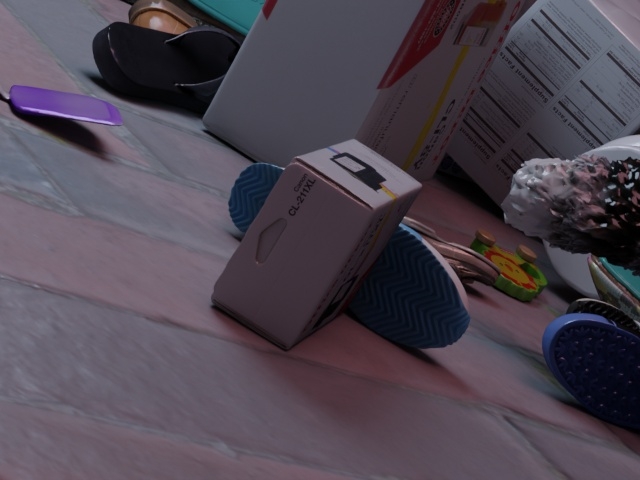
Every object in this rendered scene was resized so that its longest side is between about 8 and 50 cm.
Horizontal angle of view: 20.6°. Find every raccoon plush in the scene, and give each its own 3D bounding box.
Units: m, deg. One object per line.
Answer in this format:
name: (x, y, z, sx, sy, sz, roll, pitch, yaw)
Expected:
raccoon plush: (0.365, 0.083, 1.482, 0.447, 0.216, 0.299, 6, 20, 6)

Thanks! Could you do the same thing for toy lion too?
toy lion: (0.199, 0.033, 1.835, 0.100, 0.034, 0.096, 20, 23, -36)

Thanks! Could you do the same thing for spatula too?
spatula: (-0.307, -0.154, 1.474, 0.296, 0.030, 0.084, 24, 13, -19)

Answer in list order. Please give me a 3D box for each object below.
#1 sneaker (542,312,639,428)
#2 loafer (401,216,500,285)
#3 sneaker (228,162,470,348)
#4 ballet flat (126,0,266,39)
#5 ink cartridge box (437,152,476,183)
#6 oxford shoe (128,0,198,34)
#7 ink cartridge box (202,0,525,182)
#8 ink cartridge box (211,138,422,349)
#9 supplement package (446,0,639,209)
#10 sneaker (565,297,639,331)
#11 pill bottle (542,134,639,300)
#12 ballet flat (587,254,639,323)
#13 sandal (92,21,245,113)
sneaker: (0.279, 0.121, 1.578, 0.232, 0.081, 0.090, 30, 8, -26)
loafer: (0.116, 0.020, 1.707, 0.125, 0.039, 0.045, 28, -20, -18)
sneaker: (0.035, 0.008, 1.465, 0.229, 0.087, 0.092, 36, 13, 20)
ballet flat: (-0.204, -0.359, 2.246, 0.483, 0.164, 0.182, 31, -9, -18)
ink cartridge box: (0.196, -0.109, 2.311, 0.207, 0.046, 0.097, 16, 17, -43)
oxford shoe: (-0.120, -0.186, 1.935, 0.212, 0.076, 0.076, 23, 43, -28)
ink cartridge box: (0.067, -0.207, 1.895, 0.160, 0.279, 0.385, 31, 14, 14)
ink cartridge box: (0.000, 0.000, 1.328, 0.072, 0.127, 0.175, 34, 15, 8)
supplement package: (0.304, -0.180, 2.181, 0.198, 0.262, 0.199, 46, 26, 6)
sneaker: (0.310, 0.109, 1.751, 0.161, 0.057, 0.075, 27, -3, -5)
pill bottle: (0.391, -0.018, 2.035, 0.204, 0.204, 0.361, 35, 15, 22)
ballet flat: (0.358, 0.096, 1.815, 0.221, 0.079, 0.077, 31, 26, 3)
sandal: (-0.130, -0.180, 1.807, 0.254, 0.054, 0.097, -8, 73, -59)
